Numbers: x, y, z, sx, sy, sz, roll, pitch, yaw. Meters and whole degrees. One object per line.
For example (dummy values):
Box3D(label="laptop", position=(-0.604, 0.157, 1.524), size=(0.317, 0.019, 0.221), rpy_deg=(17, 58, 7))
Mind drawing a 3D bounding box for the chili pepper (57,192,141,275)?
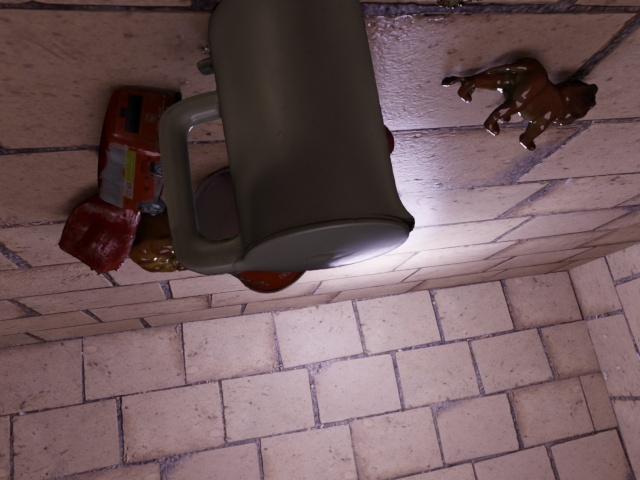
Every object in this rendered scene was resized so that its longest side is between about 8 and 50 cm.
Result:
Box3D(label="chili pepper", position=(-0.456, -0.040, 1.051), size=(0.136, 0.144, 0.253), rpy_deg=(-18, 162, -46))

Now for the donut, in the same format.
Box3D(label="donut", position=(-0.359, 0.004, 1.231), size=(0.227, 0.113, 0.226), rpy_deg=(-9, 164, -3))

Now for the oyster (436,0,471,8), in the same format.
Box3D(label="oyster", position=(0.202, -0.323, 0.606), size=(0.132, 0.029, 0.086), rpy_deg=(-9, 170, -13))

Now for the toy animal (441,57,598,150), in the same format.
Box3D(label="toy animal", position=(0.373, -0.253, 0.872), size=(0.313, 0.097, 0.158), rpy_deg=(9, 143, -42))

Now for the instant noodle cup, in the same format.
Box3D(label="instant noodle cup", position=(-0.152, -0.030, 1.054), size=(0.251, 0.250, 0.192), rpy_deg=(-18, 153, 26))

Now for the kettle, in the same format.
Box3D(label="kettle", position=(-0.045, -0.130, 0.602), size=(0.265, 0.317, 0.205), rpy_deg=(-3, 164, -27))

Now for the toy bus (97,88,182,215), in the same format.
Box3D(label="toy bus", position=(-0.296, -0.134, 0.810), size=(0.120, 0.121, 0.265), rpy_deg=(7, 159, -24))

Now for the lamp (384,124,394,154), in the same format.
Box3D(label="lamp", position=(0.084, -0.176, 0.921), size=(0.108, 0.092, 0.107), rpy_deg=(-11, 165, -3))
